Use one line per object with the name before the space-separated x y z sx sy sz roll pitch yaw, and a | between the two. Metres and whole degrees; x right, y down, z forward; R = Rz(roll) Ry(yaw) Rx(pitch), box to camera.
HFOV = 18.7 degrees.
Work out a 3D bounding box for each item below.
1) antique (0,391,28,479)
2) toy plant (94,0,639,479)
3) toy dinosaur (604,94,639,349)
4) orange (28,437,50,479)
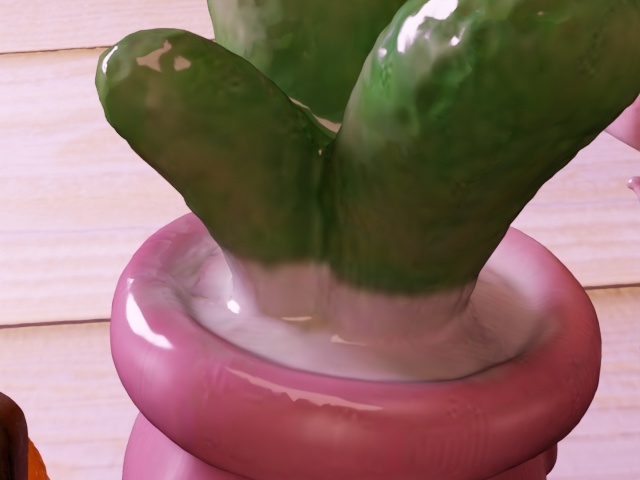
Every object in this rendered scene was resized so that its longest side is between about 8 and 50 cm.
antique | -0.252 0.121 0.787 0.278 0.223 0.129 4 15 19
toy plant | 0.003 0.004 0.837 0.211 0.356 0.317 -12 29 -21
toy dinosaur | 0.239 -0.033 1.098 0.194 0.177 0.152 12 31 28
orange | -0.192 0.124 0.910 0.136 0.117 0.135 -10 23 4
